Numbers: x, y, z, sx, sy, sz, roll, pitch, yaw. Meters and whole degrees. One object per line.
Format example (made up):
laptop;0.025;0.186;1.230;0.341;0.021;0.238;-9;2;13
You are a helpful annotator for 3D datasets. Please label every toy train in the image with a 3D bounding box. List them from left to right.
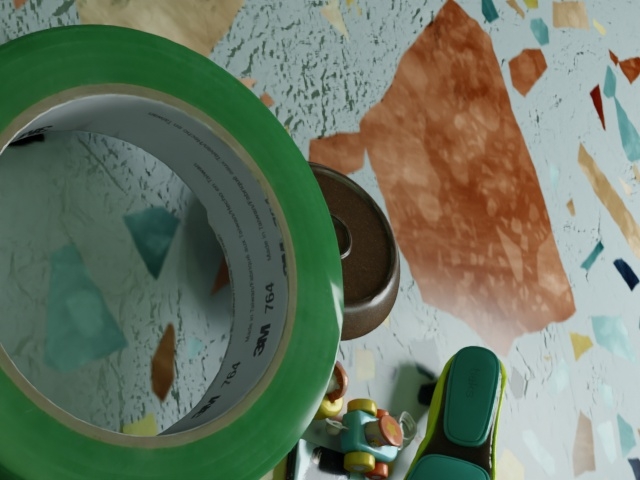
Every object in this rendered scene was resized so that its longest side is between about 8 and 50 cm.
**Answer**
toy train;0.034;0.112;0.944;0.166;0.046;0.125;58;41;-8

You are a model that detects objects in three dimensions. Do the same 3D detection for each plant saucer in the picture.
plant saucer;0.000;0.000;0.934;0.168;0.029;0.168;17;53;-24

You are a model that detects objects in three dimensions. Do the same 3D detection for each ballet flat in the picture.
ballet flat;0.115;0.197;0.992;0.077;0.077;0.231;93;15;-49

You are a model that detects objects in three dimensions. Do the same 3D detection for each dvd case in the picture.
dvd case;0.003;0.225;0.909;0.087;0.013;0.119;27;59;-37

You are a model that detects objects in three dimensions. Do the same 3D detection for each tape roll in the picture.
tape roll;-0.132;0.022;0.754;0.321;0.077;0.321;14;67;-35
